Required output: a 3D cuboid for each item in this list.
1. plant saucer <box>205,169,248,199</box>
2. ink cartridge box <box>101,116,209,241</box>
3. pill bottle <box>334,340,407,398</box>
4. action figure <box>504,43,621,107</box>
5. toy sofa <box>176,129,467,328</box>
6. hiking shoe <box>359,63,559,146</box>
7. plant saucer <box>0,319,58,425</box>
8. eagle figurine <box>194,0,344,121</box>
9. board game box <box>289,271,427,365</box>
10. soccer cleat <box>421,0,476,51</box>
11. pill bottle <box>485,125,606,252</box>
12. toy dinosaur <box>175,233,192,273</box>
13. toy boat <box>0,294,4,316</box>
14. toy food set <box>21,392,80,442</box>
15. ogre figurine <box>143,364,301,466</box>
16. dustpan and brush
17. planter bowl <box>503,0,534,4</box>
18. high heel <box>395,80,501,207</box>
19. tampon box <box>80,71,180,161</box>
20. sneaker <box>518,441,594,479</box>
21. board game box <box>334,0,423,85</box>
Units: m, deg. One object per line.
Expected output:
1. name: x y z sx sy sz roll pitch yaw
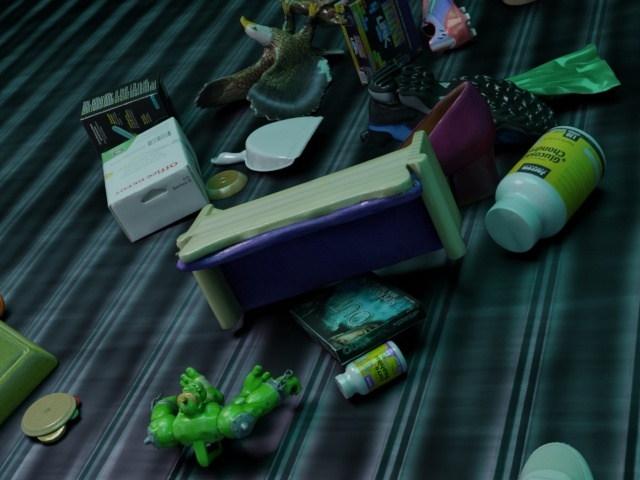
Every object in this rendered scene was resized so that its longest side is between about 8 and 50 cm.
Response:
1. plant saucer: -0.169 -0.101 1.784 0.083 0.015 0.083 -15 32 10
2. ink cartridge box: -0.293 -0.110 1.790 0.154 0.093 0.212 -27 31 0
3. pill bottle: 0.061 0.160 1.239 0.083 0.043 0.043 -29 33 -11
4. action figure: 0.350 -0.243 1.652 0.232 0.063 0.137 -16 34 1
5. toy sofa: 0.000 0.000 1.356 0.363 0.150 0.177 -18 22 18
6. hiking shoe: 0.220 -0.187 1.604 0.304 0.132 0.113 15 41 11
7. plant saucer: -0.502 0.174 1.443 0.188 0.045 0.188 32 50 7
8. eagle figurine: -0.086 -0.347 1.986 0.226 0.225 0.298 126 168 -78
9. board game box: 0.045 0.095 1.323 0.126 0.026 0.186 -28 19 -12
10. soccer cleat: 0.231 -0.445 2.009 0.095 0.083 0.248 -24 35 4
11. pill bottle: 0.303 -0.068 1.382 0.103 0.103 0.184 12 44 41
12. toy dinosaur: -0.174 0.006 1.593 0.093 0.053 0.183 -32 34 -19
13. toy boat: -0.582 0.109 1.625 0.151 0.151 0.231 -3 23 -29
14. toy food set: -0.368 0.239 1.390 0.083 0.020 0.082 4 40 35
15. ogre figurine: -0.130 0.209 1.238 0.197 0.096 0.118 7 21 14
16. dustpan and brush: -0.107 -0.162 1.813 0.211 0.060 0.147 2 37 22
17. planter bowl: 0.396 -0.535 2.015 0.162 0.109 0.162 -14 33 10
18. high heel: 0.075 -0.097 1.482 0.377 0.181 0.127 -23 32 -3
19. tampon box: -0.371 -0.235 1.999 0.161 0.120 0.101 -18 33 4
20. sneaker: 0.206 0.269 0.949 0.087 0.092 0.228 -4 35 28
21. board game box: 0.113 -0.399 1.918 0.141 0.170 0.048 -40 35 -26
